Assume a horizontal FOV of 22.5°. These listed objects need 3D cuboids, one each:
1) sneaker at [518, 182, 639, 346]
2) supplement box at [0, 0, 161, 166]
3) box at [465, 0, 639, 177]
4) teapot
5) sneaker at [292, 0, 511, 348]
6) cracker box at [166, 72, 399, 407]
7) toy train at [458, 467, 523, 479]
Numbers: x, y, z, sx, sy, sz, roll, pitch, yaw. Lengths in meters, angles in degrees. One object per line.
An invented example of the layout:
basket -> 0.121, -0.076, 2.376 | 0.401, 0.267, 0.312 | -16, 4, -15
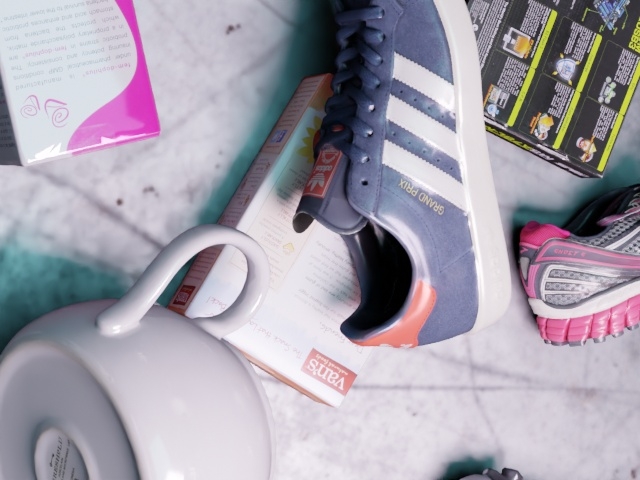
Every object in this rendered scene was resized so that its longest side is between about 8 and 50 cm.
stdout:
sneaker -> 0.317, -0.010, 1.427 | 0.299, 0.121, 0.112 | -24, 99, -18
supplement box -> -0.208, -0.173, 1.222 | 0.111, 0.114, 0.220 | -14, 97, -20
box -> 0.199, -0.176, 1.414 | 0.184, 0.045, 0.190 | 23, 84, -23
teapot -> -0.121, 0.148, 1.224 | 0.187, 0.256, 0.252 | -15, 79, -42
sneaker -> 0.040, -0.081, 1.240 | 0.148, 0.131, 0.350 | -17, 97, -23
cracker box -> 0.000, 0.000, 1.335 | 0.156, 0.067, 0.232 | 34, 80, -18
toy train -> 0.220, 0.337, 1.410 | 0.334, 0.142, 0.190 | 32, 69, -17
